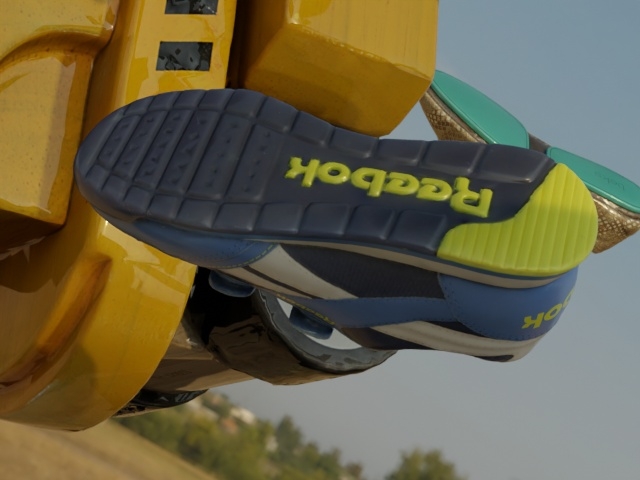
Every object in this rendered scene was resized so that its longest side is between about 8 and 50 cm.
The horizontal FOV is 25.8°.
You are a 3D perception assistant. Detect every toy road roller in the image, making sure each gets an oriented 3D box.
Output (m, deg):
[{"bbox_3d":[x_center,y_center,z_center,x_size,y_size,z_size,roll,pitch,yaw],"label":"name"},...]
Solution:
[{"bbox_3d":[-0.095,-0.081,0.618,0.241,0.329,0.202,18,-21,-33],"label":"toy road roller"}]

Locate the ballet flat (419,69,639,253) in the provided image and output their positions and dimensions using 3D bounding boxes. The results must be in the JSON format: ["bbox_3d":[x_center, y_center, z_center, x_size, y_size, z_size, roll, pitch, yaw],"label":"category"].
[{"bbox_3d":[0.147,-0.051,1.047,0.206,0.067,0.073,32,34,-5],"label":"ballet flat"}]

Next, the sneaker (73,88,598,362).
[{"bbox_3d":[0.000,0.000,0.380,0.144,0.053,0.059,15,-37,14],"label":"sneaker"}]
